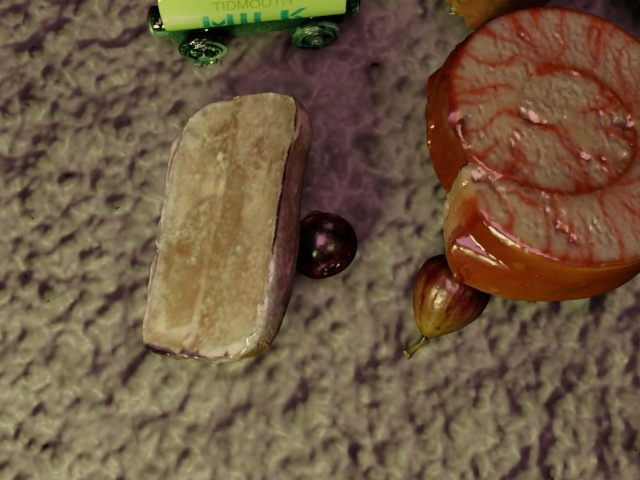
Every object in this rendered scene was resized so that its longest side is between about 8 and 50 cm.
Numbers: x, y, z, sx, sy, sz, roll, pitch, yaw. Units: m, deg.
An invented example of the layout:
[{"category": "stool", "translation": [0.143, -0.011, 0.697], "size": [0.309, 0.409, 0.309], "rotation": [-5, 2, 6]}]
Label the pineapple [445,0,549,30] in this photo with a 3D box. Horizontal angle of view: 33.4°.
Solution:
[{"category": "pineapple", "translation": [0.183, -0.396, 1.255], "size": [0.158, 0.158, 0.278], "rotation": [-17, 75, -3]}]

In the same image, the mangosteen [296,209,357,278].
[{"category": "mangosteen", "translation": [0.001, 0.003, 1.208], "size": [0.081, 0.081, 0.081], "rotation": [0, 78, 0]}]

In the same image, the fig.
[{"category": "fig", "translation": [0.134, 0.078, 1.201], "size": [0.089, 0.089, 0.125], "rotation": [31, 108, 6]}]

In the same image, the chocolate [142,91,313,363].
[{"category": "chocolate", "translation": [-0.091, -0.010, 1.186], "size": [0.185, 0.100, 0.303], "rotation": [-2, 76, 41]}]

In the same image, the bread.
[{"category": "bread", "translation": [0.266, -0.099, 1.179], "size": [0.295, 0.114, 0.327], "rotation": [-3, 67, -11]}]

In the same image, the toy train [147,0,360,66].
[{"category": "toy train", "translation": [-0.079, -0.280, 1.226], "size": [0.253, 0.157, 0.105], "rotation": [-6, 78, 0]}]
